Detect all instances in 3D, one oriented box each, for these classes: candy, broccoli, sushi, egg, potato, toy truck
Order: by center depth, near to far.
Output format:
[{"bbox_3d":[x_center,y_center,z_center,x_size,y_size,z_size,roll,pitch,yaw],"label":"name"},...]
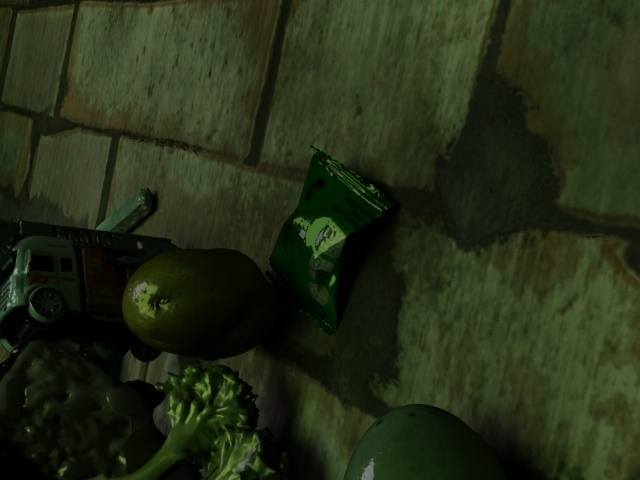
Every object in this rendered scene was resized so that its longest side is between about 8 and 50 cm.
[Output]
[{"bbox_3d":[0.100,0.271,0.928,0.169,0.169,0.237,-22,65,51],"label":"egg"},{"bbox_3d":[-0.213,0.382,1.183,0.353,0.396,0.275,50,148,42],"label":"broccoli"},{"bbox_3d":[-0.004,-0.001,1.222,0.141,0.078,0.203,53,131,46],"label":"candy"},{"bbox_3d":[-0.153,0.082,1.260,0.169,0.248,0.144,-30,75,14],"label":"potato"},{"bbox_3d":[-0.334,0.291,1.398,0.348,0.234,0.207,48,138,-5],"label":"sushi"},{"bbox_3d":[-0.346,0.067,1.462,0.133,0.338,0.185,-41,51,43],"label":"toy truck"}]

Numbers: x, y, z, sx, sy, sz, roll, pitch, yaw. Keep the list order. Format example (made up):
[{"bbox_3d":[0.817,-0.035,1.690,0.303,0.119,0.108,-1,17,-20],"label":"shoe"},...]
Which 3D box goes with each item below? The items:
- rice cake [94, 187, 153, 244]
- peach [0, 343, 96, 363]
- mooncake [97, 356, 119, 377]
[{"bbox_3d":[-0.349,-0.035,1.758,0.211,0.034,0.043,-31,49,48],"label":"rice cake"},{"bbox_3d":[-0.474,0.209,1.752,0.251,0.153,0.251,-37,38,36],"label":"peach"},{"bbox_3d":[-0.428,0.359,1.706,0.150,0.057,0.347,-37,31,54],"label":"mooncake"}]
